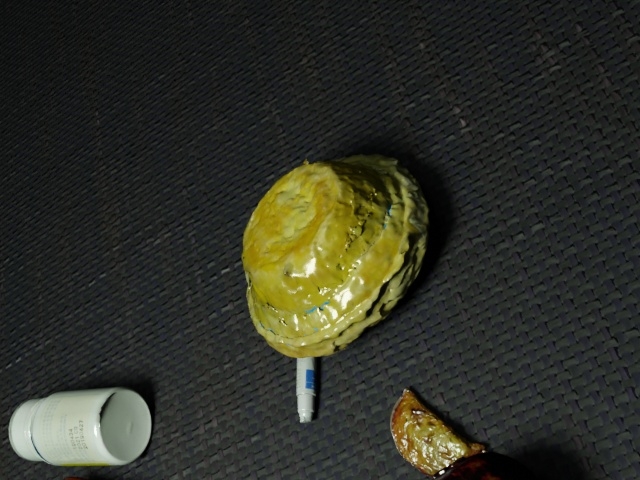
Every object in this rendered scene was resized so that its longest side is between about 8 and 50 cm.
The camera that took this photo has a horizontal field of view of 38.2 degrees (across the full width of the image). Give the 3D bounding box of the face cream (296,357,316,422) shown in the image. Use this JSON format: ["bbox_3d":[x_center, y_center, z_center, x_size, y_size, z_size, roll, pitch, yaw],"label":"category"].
[{"bbox_3d":[-0.023,0.238,1.526,0.034,0.034,0.130,-16,59,31],"label":"face cream"}]

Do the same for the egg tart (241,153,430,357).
[{"bbox_3d":[0.000,0.000,1.530,0.388,0.169,0.388,-26,46,29],"label":"egg tart"}]

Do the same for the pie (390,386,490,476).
[{"bbox_3d":[0.164,0.299,1.358,0.191,0.033,0.088,34,94,42],"label":"pie"}]

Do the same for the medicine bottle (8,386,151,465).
[{"bbox_3d":[-0.452,0.348,1.723,0.258,0.143,0.143,-8,64,33],"label":"medicine bottle"}]

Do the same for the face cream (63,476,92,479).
[{"bbox_3d":[-0.377,0.481,1.633,0.214,0.096,0.095,0,69,37],"label":"face cream"}]

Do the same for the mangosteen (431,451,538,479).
[{"bbox_3d":[0.220,0.374,1.188,0.200,0.200,0.199,-17,59,30],"label":"mangosteen"}]
